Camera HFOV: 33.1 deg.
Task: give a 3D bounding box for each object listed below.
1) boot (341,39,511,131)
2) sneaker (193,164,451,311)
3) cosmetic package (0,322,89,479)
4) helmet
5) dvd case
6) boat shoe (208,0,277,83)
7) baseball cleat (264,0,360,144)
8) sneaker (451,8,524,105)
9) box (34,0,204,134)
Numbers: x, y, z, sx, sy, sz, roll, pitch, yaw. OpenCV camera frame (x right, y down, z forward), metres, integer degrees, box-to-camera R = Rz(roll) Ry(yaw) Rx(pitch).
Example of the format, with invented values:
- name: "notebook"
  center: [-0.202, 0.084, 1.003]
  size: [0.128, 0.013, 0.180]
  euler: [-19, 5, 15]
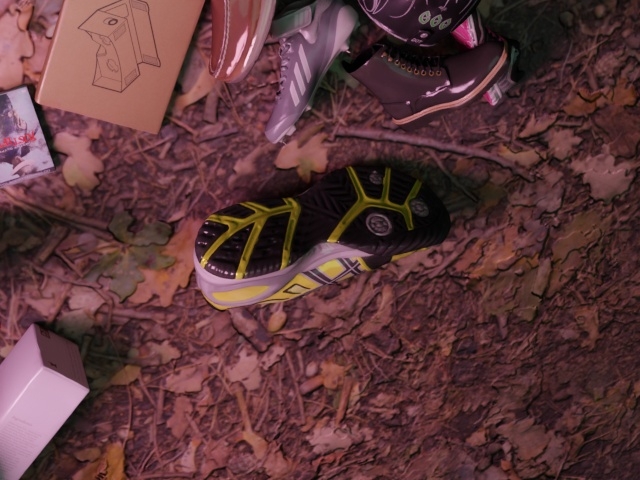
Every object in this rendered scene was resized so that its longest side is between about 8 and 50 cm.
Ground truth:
- name: "boot"
  center: [0.138, -0.232, 1.424]
  size: [0.198, 0.077, 0.137]
  euler: [-32, 125, 33]
- name: "sneaker"
  center: [0.000, 0.000, 1.518]
  size: [0.384, 0.145, 0.147]
  euler: [-10, 150, -20]
- name: "cosmetic package"
  center: [-0.419, 0.241, 1.468]
  size: [0.085, 0.117, 0.231]
  euler: [35, 102, -33]
- name: "helmet"
  center: [0.136, -0.347, 1.358]
  size: [0.169, 0.169, 0.162]
  euler: [12, 128, -27]
- name: "dvd case"
  center: [-0.390, -0.128, 1.344]
  size: [0.087, 0.013, 0.120]
  euler: [-18, 123, -12]
- name: "boat shoe"
  center: [-0.110, -0.352, 1.282]
  size: [0.116, 0.123, 0.325]
  euler: [4, 106, -19]
- name: "baseball cleat"
  center: [-0.037, -0.232, 1.407]
  size: [0.109, 0.072, 0.206]
  euler: [30, 98, -17]
- name: "sneaker"
  center: [0.235, -0.270, 1.489]
  size: [0.074, 0.063, 0.170]
  euler: [-33, 128, -2]
- name: "box"
  center: [-0.248, -0.244, 1.334]
  size: [0.164, 0.021, 0.201]
  euler: [13, 112, -27]
